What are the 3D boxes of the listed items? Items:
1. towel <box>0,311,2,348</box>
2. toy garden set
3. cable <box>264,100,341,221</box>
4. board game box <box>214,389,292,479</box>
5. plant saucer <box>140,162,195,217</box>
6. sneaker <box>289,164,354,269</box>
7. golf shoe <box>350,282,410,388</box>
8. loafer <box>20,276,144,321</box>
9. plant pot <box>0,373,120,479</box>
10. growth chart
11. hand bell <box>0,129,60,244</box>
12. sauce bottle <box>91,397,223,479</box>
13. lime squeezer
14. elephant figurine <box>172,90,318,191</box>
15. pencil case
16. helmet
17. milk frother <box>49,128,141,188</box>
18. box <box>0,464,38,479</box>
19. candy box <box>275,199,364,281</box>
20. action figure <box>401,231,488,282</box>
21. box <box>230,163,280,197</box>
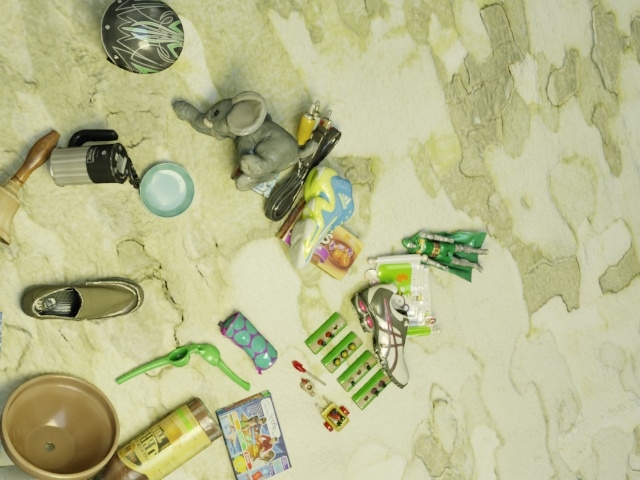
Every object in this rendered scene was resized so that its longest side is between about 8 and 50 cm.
[{"bbox_3d":[-0.770,0.308,1.597,0.243,0.040,0.336,2,97,-29],"label":"towel"},{"bbox_3d":[0.043,0.333,1.948,0.204,0.049,0.244,-43,112,-11],"label":"toy garden set"},{"bbox_3d":[-0.044,-0.178,1.833,0.287,0.072,0.139,-60,156,13],"label":"cable"},{"bbox_3d":[-0.156,0.471,1.894,0.136,0.035,0.201,-19,105,-19],"label":"board game box"},{"bbox_3d":[-0.333,-0.108,1.735,0.119,0.021,0.119,-4,99,-23],"label":"plant saucer"},{"bbox_3d":[0.014,-0.042,1.799,0.126,0.091,0.240,15,90,-25],"label":"sneaker"},{"bbox_3d":[0.174,0.234,1.940,0.120,0.105,0.272,-24,106,2],"label":"golf shoe"},{"bbox_3d":[-0.491,0.133,1.670,0.251,0.087,0.094,-5,100,-22],"label":"loafer"},{"bbox_3d":[-0.546,0.403,1.652,0.237,0.237,0.109,19,132,-24],"label":"plant pot"},{"bbox_3d":[0.202,0.141,1.982,0.172,0.021,0.237,-12,107,-5],"label":"growth chart"},{"bbox_3d":[-0.597,-0.123,1.591,0.126,0.126,0.242,40,71,-23],"label":"hand bell"},{"bbox_3d":[-0.382,0.484,1.759,0.344,0.111,0.111,-34,110,-16],"label":"sauce bottle"},{"bbox_3d":[-0.296,0.279,1.805,0.310,0.059,0.110,7,126,-25],"label":"lime squeezer"},{"bbox_3d":[-0.164,-0.241,1.702,0.186,0.169,0.239,-23,83,-40],"label":"elephant figurine"},{"bbox_3d":[-0.164,0.233,1.837,0.151,0.064,0.070,48,63,-21],"label":"pencil case"},{"bbox_3d":[-0.357,-0.410,1.601,0.169,0.161,0.169,-4,100,-22],"label":"helmet"},{"bbox_3d":[-0.455,-0.145,1.644,0.135,0.129,0.143,-2,134,11],"label":"milk frother"},{"bbox_3d":[-0.662,0.546,1.662,0.170,0.091,0.130,2,98,-23],"label":"box"},{"bbox_3d":[0.000,0.000,1.876,0.187,0.053,0.109,37,83,-24],"label":"candy box"},{"bbox_3d":[0.307,0.028,2.008,0.232,0.063,0.137,11,97,-20],"label":"action figure"},{"bbox_3d":[-0.130,-0.177,1.806,0.094,0.027,0.137,29,86,-25],"label":"box"}]
